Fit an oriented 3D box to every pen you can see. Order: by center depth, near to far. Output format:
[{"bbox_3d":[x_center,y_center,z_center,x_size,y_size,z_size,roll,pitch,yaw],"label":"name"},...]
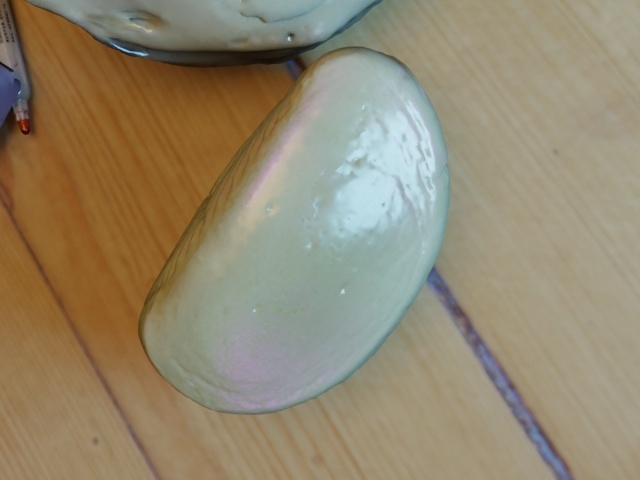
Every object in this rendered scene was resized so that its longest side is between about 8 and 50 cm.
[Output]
[{"bbox_3d":[-0.258,-0.186,0.718,0.026,0.026,0.218,-18,83,10],"label":"pen"}]

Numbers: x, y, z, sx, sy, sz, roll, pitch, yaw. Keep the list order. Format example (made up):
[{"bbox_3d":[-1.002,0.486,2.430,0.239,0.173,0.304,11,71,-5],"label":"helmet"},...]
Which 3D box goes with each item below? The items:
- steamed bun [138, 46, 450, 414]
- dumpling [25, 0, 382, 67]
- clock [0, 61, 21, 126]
[{"bbox_3d":[0.000,0.000,0.584,0.153,0.170,0.238,36,96,-11],"label":"steamed bun"},{"bbox_3d":[-0.052,-0.238,0.633,0.318,0.187,0.242,-20,42,1],"label":"dumpling"},{"bbox_3d":[-0.336,-0.077,0.689,0.145,0.073,0.193,33,100,14],"label":"clock"}]
